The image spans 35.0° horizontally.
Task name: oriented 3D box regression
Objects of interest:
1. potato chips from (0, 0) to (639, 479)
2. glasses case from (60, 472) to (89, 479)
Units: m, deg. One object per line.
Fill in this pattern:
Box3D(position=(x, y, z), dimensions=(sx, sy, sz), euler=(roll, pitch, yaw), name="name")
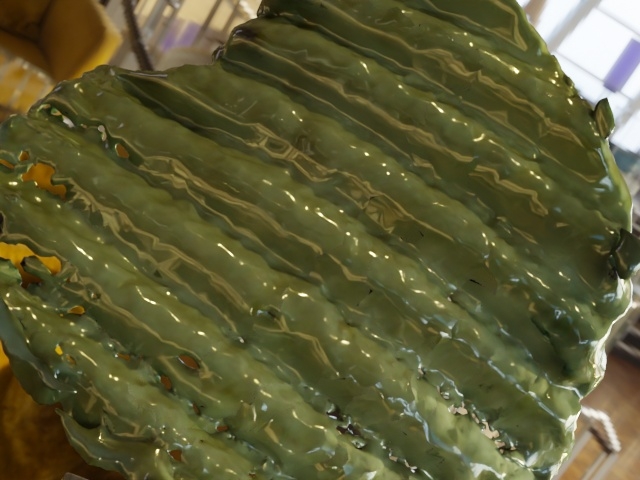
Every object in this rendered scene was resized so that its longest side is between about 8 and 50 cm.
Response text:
Box3D(position=(0.003, 0.007, 0.609), dimensions=(0.389, 0.373, 0.097), euler=(57, -11, 10), name="potato chips")
Box3D(position=(-0.189, 0.240, 0.724), dimensions=(0.072, 0.042, 0.190), euler=(16, 21, 4), name="glasses case")
